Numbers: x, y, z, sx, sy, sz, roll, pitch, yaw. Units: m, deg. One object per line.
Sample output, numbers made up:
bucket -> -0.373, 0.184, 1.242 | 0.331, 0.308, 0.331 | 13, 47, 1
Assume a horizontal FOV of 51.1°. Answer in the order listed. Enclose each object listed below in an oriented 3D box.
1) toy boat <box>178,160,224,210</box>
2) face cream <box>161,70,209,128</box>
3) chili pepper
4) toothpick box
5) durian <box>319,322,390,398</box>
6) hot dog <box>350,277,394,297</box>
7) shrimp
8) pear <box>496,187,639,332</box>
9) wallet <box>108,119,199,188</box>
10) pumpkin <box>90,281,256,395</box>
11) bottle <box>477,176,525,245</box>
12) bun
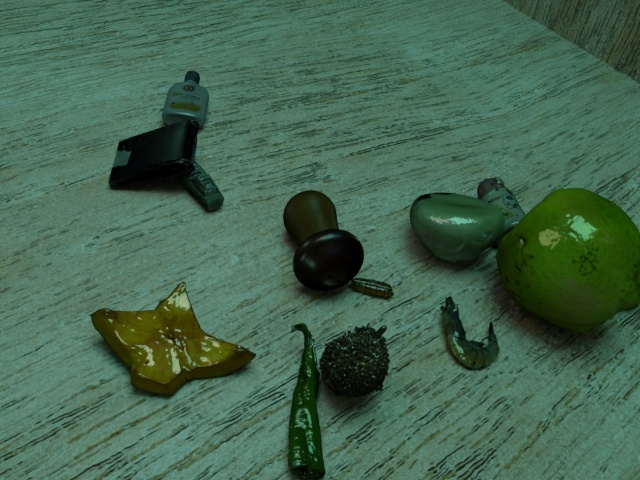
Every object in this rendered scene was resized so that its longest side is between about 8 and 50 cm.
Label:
toy boat -> -0.373, -0.191, 1.979 | 0.078, 0.085, 0.260 | -22, 53, -31
face cream -> -0.450, -0.483, 2.280 | 0.143, 0.071, 0.291 | 8, 42, -7
chili pepper -> -0.037, 0.353, 1.496 | 0.084, 0.076, 0.359 | 15, 45, -20
toothpick box -> 0.000, 0.000, 1.807 | 0.192, 0.192, 0.294 | -2, 39, -17
durian -> 0.085, 0.266, 1.524 | 0.167, 0.196, 0.196 | 43, 43, -10
hot dog -> 0.141, 0.124, 1.814 | 0.122, 0.037, 0.049 | 13, 39, -4
shrimp -> 0.391, 0.239, 1.754 | 0.150, 0.051, 0.217 | 2, 51, -17
pear -> 0.678, 0.063, 1.785 | 0.390, 0.391, 0.391 | 7, 43, -7
wallet -> -0.492, -0.258, 1.982 | 0.262, 0.071, 0.221 | -14, 45, 8
pumpkin -> -0.338, 0.232, 1.532 | 0.258, 0.095, 0.290 | -24, 58, -39
bottle -> 0.565, -0.096, 2.098 | 0.120, 0.120, 0.253 | 1, 45, -14
bun -> 0.390, -0.029, 1.955 | 0.283, 0.179, 0.283 | 7, 22, -3
